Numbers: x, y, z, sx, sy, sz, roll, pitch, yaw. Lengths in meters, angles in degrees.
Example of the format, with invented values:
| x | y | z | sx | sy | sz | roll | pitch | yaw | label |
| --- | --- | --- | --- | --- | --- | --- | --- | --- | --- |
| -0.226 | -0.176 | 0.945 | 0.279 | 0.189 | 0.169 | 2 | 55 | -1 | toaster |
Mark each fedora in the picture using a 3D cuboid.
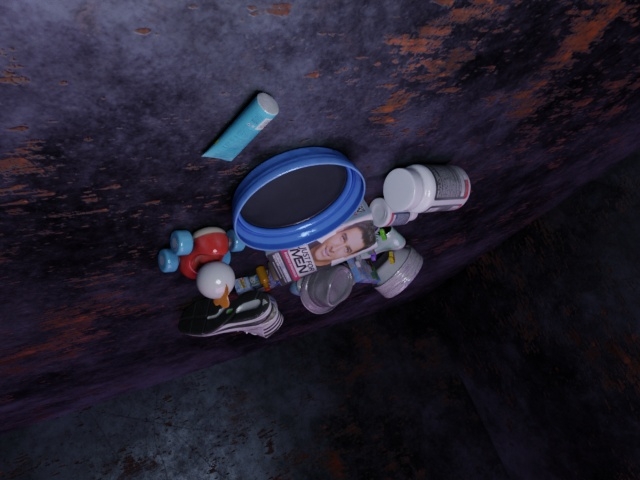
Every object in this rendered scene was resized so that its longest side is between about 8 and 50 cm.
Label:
| x | y | z | sx | sy | sz | roll | pitch | yaw | label |
| --- | --- | --- | --- | --- | --- | --- | --- | --- | --- |
| 0.051 | 0.208 | 1.913 | 0.124 | 0.244 | 0.276 | 7 | -125 | 54 | fedora |

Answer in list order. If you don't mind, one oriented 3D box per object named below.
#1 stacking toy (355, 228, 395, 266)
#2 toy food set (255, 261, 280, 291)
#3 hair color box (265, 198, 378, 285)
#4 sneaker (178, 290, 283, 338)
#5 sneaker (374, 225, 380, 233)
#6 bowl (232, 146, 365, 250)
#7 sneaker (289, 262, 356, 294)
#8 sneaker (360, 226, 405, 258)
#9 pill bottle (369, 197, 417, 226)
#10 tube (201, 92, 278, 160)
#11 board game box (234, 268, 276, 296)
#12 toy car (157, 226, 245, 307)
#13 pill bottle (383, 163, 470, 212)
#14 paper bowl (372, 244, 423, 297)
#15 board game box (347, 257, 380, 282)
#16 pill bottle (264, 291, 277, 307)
| x | y | z | sx | sy | sz | roll | pitch | yaw | label |
| --- | --- | --- | --- | --- | --- | --- | --- | --- | --- |
| 0.210 | 0.028 | 1.785 | 0.166 | 0.052 | 0.221 | -7 | 137 | 20 | stacking toy |
| -0.138 | 0.130 | 1.750 | 0.232 | 0.105 | 0.111 | -6 | 154 | -38 | toy food set |
| 0.000 | 0.000 | 1.474 | 0.374 | 0.114 | 0.186 | -22 | 138 | -3 | hair color box |
| -0.365 | 0.363 | 1.808 | 0.446 | 0.169 | 0.258 | -12 | 141 | 18 | sneaker |
| 0.125 | -0.058 | 1.635 | 0.223 | 0.083 | 0.098 | -18 | 135 | -16 | sneaker |
| -0.064 | -0.110 | 1.205 | 0.390 | 0.077 | 0.391 | -18 | 152 | -10 | bowl |
| 0.008 | 0.189 | 2.065 | 0.365 | 0.136 | 0.150 | -4 | 171 | -36 | sneaker |
| 0.224 | -0.007 | 1.849 | 0.255 | 0.094 | 0.151 | -16 | 139 | 28 | sneaker |
| 0.277 | -0.108 | 1.585 | 0.180 | 0.108 | 0.108 | -6 | 154 | -38 | pill bottle |
| -0.169 | -0.228 | 0.903 | 0.080 | 0.052 | 0.207 | 6 | 151 | -44 | tube |
| -0.286 | 0.194 | 1.822 | 0.194 | 0.060 | 0.194 | -24 | 161 | 4 | board game box |
| -0.333 | 0.101 | 1.275 | 0.219 | 0.238 | 0.210 | -2 | 152 | -43 | toy car |
| 0.356 | -0.175 | 1.423 | 0.283 | 0.162 | 0.161 | -6 | 154 | -37 | pill bottle |
| 0.372 | 0.140 | 2.156 | 0.284 | 0.148 | 0.284 | -49 | -175 | 6 | paper bowl |
| 0.197 | 0.124 | 2.011 | 0.039 | 0.160 | 0.211 | -33 | 158 | 25 | board game box |
| -0.282 | 0.305 | 2.012 | 0.124 | 0.124 | 0.221 | -25 | 159 | 6 | pill bottle |
